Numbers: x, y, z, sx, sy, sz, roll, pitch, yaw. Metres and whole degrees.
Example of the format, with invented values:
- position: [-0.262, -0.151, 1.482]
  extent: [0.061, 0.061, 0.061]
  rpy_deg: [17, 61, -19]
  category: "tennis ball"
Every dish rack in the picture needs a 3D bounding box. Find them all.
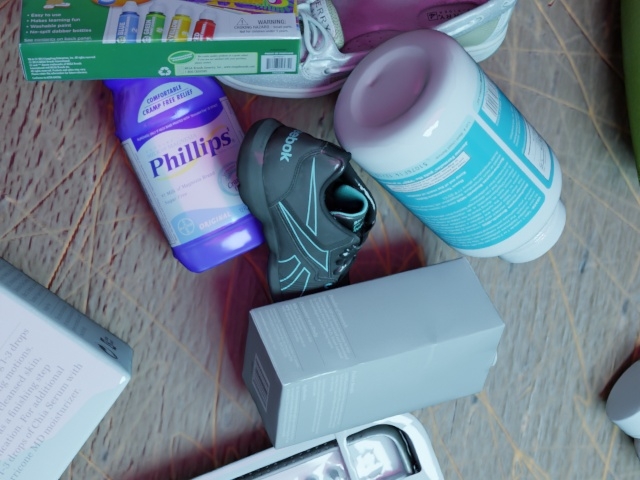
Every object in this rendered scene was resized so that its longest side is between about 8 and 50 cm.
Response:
- position: [-0.016, 0.344, 1.160]
  extent: [0.333, 0.072, 0.285]
  rpy_deg: [-21, 98, -7]
  category: "dish rack"

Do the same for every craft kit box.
- position: [-0.150, -0.262, 1.031]
  extent: [0.250, 0.061, 0.246]
  rpy_deg: [-3, 55, -7]
  category: "craft kit box"

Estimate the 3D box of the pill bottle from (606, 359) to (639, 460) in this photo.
- position: [0.424, 0.225, 1.191]
  extent: [0.221, 0.124, 0.124]
  rpy_deg: [39, 88, -11]
  category: "pill bottle"

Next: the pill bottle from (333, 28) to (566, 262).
- position: [0.142, -0.078, 1.080]
  extent: [0.146, 0.146, 0.264]
  rpy_deg: [-52, 130, -2]
  category: "pill bottle"

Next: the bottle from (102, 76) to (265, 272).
- position: [-0.143, -0.113, 1.093]
  extent: [0.118, 0.092, 0.283]
  rpy_deg: [-25, 98, -10]
  category: "bottle"

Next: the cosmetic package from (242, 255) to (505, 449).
- position: [0.052, 0.112, 1.092]
  extent: [0.238, 0.127, 0.107]
  rpy_deg: [-14, 52, -20]
  category: "cosmetic package"

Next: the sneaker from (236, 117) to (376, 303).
- position: [0.000, 0.000, 1.060]
  extent: [0.106, 0.267, 0.101]
  rpy_deg: [8, 53, 24]
  category: "sneaker"

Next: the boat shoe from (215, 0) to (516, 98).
- position: [0.042, -0.222, 1.091]
  extent: [0.320, 0.103, 0.118]
  rpy_deg: [-7, 68, -10]
  category: "boat shoe"

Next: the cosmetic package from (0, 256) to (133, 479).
- position: [-0.426, 0.078, 1.030]
  extent: [0.453, 0.161, 0.230]
  rpy_deg: [37, 88, -10]
  category: "cosmetic package"

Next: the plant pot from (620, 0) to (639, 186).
- position: [0.418, -0.232, 1.108]
  extent: [0.275, 0.275, 0.293]
  rpy_deg: [-13, 79, -8]
  category: "plant pot"
